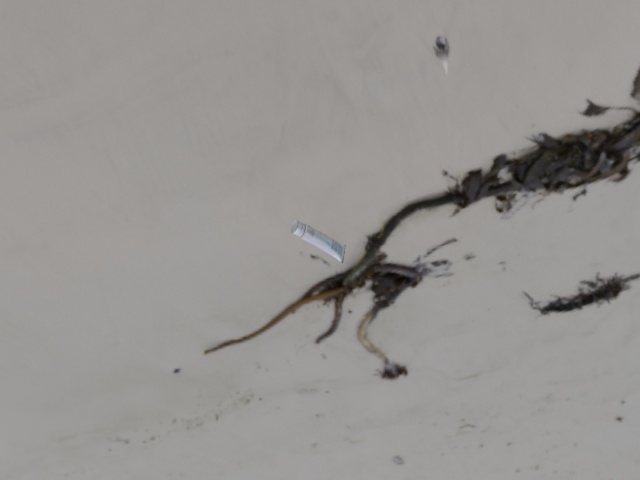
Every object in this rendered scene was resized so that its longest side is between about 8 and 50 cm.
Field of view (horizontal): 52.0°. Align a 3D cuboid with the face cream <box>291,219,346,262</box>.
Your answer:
[{"bbox_3d":[0.000,0.000,1.114,0.115,0.038,0.020,28,147,-30],"label":"face cream"}]
